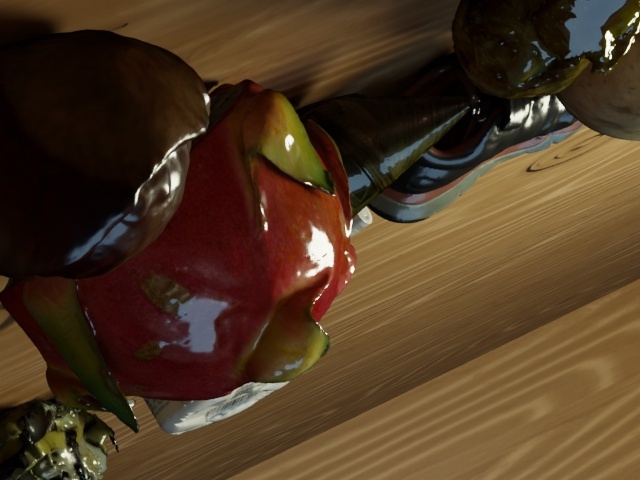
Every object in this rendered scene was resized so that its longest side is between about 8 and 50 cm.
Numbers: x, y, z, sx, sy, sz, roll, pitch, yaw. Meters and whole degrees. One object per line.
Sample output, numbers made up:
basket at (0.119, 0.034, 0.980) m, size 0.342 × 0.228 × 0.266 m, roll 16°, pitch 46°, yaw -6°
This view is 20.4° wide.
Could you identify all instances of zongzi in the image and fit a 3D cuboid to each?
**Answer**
zongzi at (0.019, -0.060, 1.615) m, size 0.242 × 0.112 × 0.221 m, roll -19°, pitch 165°, yaw -7°

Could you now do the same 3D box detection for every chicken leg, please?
chicken leg at (0.241, -0.248, 1.349) m, size 0.361 × 0.140 × 0.211 m, roll -43°, pitch -175°, yaw 16°

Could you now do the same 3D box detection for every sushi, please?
sushi at (-0.346, 0.263, 2.137) m, size 0.139 × 0.131 × 0.291 m, roll -32°, pitch 176°, yaw 8°

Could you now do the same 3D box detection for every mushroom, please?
mushroom at (0.329, -0.182, 1.595) m, size 0.255 × 0.184 × 0.255 m, roll -19°, pitch 159°, yaw -8°

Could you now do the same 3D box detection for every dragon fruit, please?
dragon fruit at (-0.096, 0.021, 1.366) m, size 0.291 × 0.189 × 0.290 m, roll -36°, pitch -166°, yaw 10°

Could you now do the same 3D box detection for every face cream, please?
face cream at (-0.128, 0.159, 2.230) m, size 0.206 × 0.111 × 0.206 m, roll -26°, pitch 166°, yaw -7°
face cream at (0.000, 0.000, 2.035) m, size 0.130 × 0.034 × 0.034 m, roll -35°, pitch 166°, yaw 26°

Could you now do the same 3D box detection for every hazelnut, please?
hazelnut at (-0.154, -0.056, 1.152) m, size 0.170 × 0.160 × 0.202 m, roll 0°, pitch -172°, yaw 33°

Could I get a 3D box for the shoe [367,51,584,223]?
shoe at (0.156, -0.134, 1.689) m, size 0.291 × 0.114 × 0.137 m, roll -31°, pitch 154°, yaw -18°
